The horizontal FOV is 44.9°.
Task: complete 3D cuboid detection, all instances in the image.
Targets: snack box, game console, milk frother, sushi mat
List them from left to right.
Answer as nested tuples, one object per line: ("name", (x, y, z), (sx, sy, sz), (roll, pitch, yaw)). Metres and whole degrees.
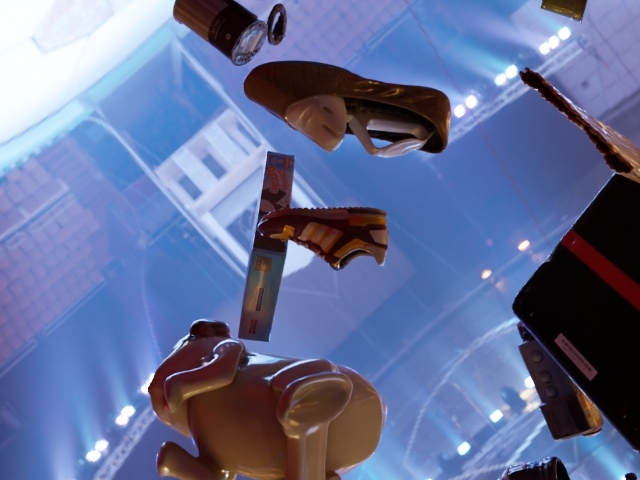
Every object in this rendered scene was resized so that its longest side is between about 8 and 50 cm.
("milk frother", (-0.140, -0.367, 1.273), (0.129, 0.135, 0.143), (-52, 165, 7))
("snack box", (-0.092, 0.001, 1.366), (0.322, 0.060, 0.187), (-88, -171, -55))
("sushi mat", (0.327, -0.097, 0.843), (0.019, 0.151, 0.316), (-47, 149, 23))
("game console", (0.484, 0.076, 1.155), (0.342, 0.060, 0.386), (-56, -152, 15))

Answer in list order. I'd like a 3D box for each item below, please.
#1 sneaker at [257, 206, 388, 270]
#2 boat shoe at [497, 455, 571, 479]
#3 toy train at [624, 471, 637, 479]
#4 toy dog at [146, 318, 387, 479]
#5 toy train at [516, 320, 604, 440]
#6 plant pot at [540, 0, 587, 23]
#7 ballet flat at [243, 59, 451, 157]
("sneaker", (0.000, 0.000, 1.051), (0.185, 0.084, 0.069), (-3, 172, 20))
("boat shoe", (0.533, 0.666, 1.579), (0.156, 0.187, 0.500), (-35, -134, 15))
("toy train", (0.577, 0.525, 1.532), (0.158, 0.027, 0.036), (-58, 146, 5))
("toy dog", (-0.119, 0.274, 1.358), (0.408, 0.284, 0.395), (12, -155, 35))
("toy train", (0.579, 0.321, 1.870), (0.142, 0.334, 0.190), (-27, 167, 35))
("plant pot", (0.442, -0.439, 1.402), (0.083, 0.079, 0.083), (12, 90, -77))
("ballet flat", (0.054, -0.186, 1.176), (0.116, 0.342, 0.124), (130, -41, -50))
